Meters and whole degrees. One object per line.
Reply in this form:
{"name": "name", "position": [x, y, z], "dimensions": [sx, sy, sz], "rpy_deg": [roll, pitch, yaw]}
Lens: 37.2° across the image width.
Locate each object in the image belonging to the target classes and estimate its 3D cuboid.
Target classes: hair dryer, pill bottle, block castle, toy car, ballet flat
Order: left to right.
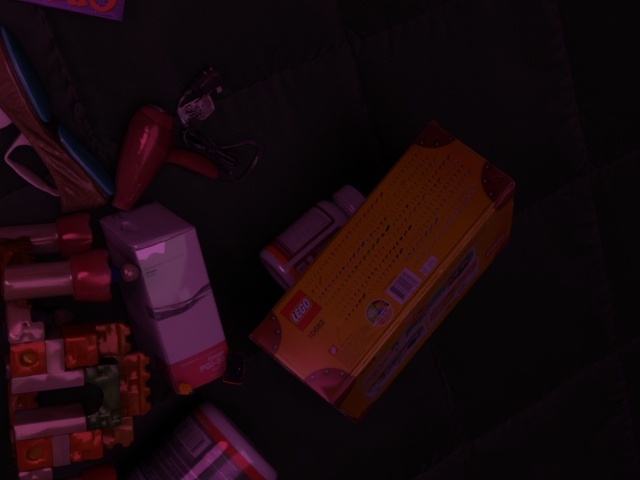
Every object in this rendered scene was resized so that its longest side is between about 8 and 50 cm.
{"name": "ballet flat", "position": [-0.471, -0.178, 1.549], "dimensions": [0.124, 0.116, 0.342], "rpy_deg": [-27, 122, 4]}
{"name": "block castle", "position": [-0.409, 0.201, 1.576], "dimensions": [0.213, 0.303, 0.453], "rpy_deg": [-4, 107, -20]}
{"name": "pill bottle", "position": [-0.275, 0.496, 1.790], "dimensions": [0.363, 0.210, 0.210], "rpy_deg": [-43, 120, -9]}
{"name": "hair dryer", "position": [-0.246, -0.149, 1.677], "dimensions": [0.293, 0.080, 0.223], "rpy_deg": [-33, 117, -16]}
{"name": "toy car", "position": [-0.185, 0.228, 1.623], "dimensions": [0.122, 0.060, 0.040], "rpy_deg": [-6, 152, -15]}
{"name": "pill bottle", "position": [0.000, 0.000, 1.832], "dimensions": [0.221, 0.121, 0.121], "rpy_deg": [-41, 120, -11]}

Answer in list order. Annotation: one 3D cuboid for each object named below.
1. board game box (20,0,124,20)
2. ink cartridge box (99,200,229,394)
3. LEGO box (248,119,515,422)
{"name": "board game box", "position": [-0.465, -0.475, 1.470], "dimensions": [0.347, 0.056, 0.208], "rpy_deg": [5, 101, -29]}
{"name": "ink cartridge box", "position": [-0.271, 0.094, 1.666], "dimensions": [0.117, 0.207, 0.283], "rpy_deg": [-22, 115, -23]}
{"name": "LEGO box", "position": [0.134, 0.078, 1.777], "dimensions": [0.500, 0.193, 0.372], "rpy_deg": [-49, 163, -6]}
